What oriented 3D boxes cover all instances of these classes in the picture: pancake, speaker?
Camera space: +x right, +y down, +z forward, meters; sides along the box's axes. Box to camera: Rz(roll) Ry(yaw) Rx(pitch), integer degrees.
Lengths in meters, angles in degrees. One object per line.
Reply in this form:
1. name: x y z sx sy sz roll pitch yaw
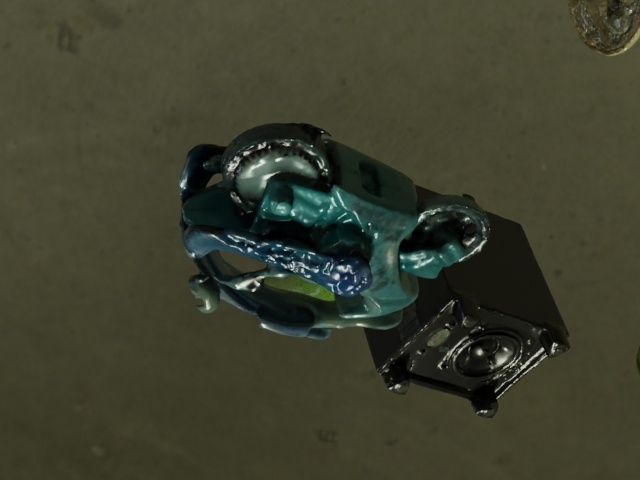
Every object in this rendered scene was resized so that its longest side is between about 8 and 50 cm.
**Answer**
1. pancake: 0.391 -0.326 1.689 0.028 0.158 0.158 -19 145 -26
2. speaker: 0.190 0.089 1.758 0.232 0.254 0.184 18 128 -33

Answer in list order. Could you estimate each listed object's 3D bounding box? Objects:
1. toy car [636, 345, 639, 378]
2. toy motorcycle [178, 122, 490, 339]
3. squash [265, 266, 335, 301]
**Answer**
1. toy car: 0.379 0.124 0.944 0.145 0.235 0.235 34 132 -30
2. toy motorcycle: 0.000 0.000 1.082 0.260 0.154 0.206 22 128 -27
3. squash: 0.003 0.044 1.461 0.107 0.107 0.395 20 172 -13
